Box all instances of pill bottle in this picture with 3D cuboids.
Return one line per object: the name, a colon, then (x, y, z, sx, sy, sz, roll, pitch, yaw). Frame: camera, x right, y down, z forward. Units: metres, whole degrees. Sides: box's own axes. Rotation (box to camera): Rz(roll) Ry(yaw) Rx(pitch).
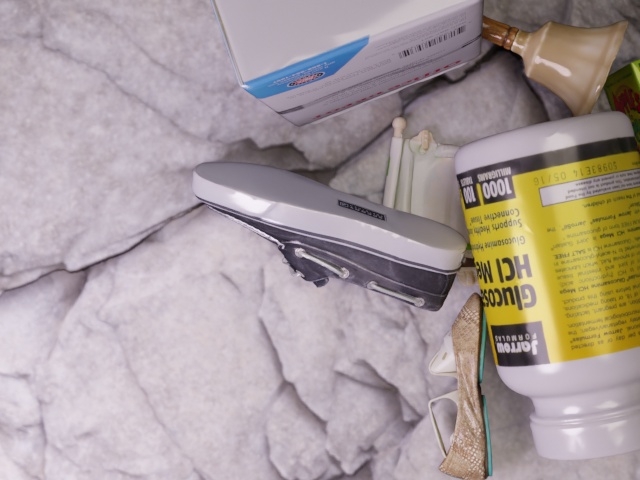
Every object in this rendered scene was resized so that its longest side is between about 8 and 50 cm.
pill bottle: (0.260, 0.047, 1.180, 0.188, 0.188, 0.333, -12, 89, -8)

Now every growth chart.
growth chart: (0.177, -0.028, 1.278, 0.237, 0.021, 0.172, 14, 85, -6)

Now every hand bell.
hand bell: (0.204, -0.230, 1.268, 0.242, 0.126, 0.126, 23, 83, 7)

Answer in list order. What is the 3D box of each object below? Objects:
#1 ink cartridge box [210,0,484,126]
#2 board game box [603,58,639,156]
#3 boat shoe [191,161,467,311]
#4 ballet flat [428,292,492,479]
ink cartridge box: (0.034, -0.221, 1.111, 0.223, 0.307, 0.129, -21, 87, 7)
board game box: (0.379, -0.111, 1.273, 0.043, 0.092, 0.181, -20, 88, -7)
boat shoe: (0.000, 0.000, 1.218, 0.301, 0.108, 0.102, 17, 112, -3)
ballet flat: (0.150, 0.160, 1.239, 0.067, 0.073, 0.206, -2, 82, 7)
